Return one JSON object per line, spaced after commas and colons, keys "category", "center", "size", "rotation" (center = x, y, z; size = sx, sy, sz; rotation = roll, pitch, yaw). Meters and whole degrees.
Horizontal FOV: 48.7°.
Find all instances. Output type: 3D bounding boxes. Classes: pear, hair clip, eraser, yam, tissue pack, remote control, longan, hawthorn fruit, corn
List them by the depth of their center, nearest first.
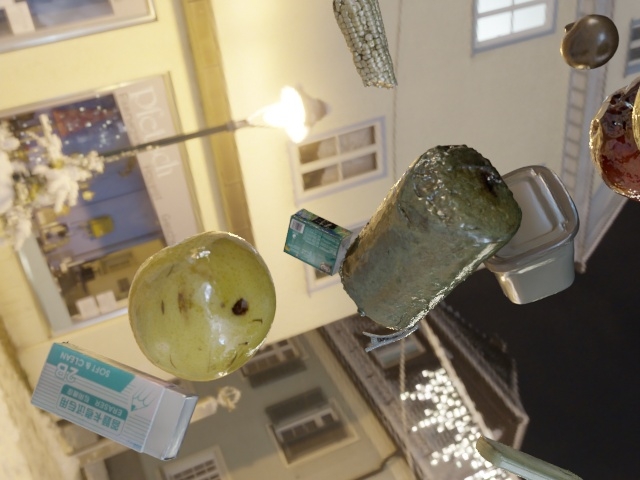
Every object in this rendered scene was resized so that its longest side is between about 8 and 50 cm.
{"category": "eraser", "center": [-0.291, 0.222, 0.993], "size": [0.052, 0.225, 0.095], "rotation": [40, 68, -73]}
{"category": "yam", "center": [0.169, -0.003, 1.137], "size": [0.300, 0.195, 0.195], "rotation": [-54, -126, 46]}
{"category": "tissue pack", "center": [0.000, -0.001, 1.332], "size": [0.111, 0.079, 0.085], "rotation": [26, -60, 19]}
{"category": "longan", "center": [0.511, -0.380, 1.353], "size": [0.113, 0.092, 0.113], "rotation": [8, -78, 45]}
{"category": "corn", "center": [0.086, -0.379, 1.357], "size": [0.087, 0.087, 0.210], "rotation": [31, -37, 64]}
{"category": "remote control", "center": [0.412, 0.442, 1.370], "size": [0.038, 0.234, 0.098], "rotation": [-66, -168, 2]}
{"category": "hair clip", "center": [0.138, 0.184, 1.396], "size": [0.030, 0.115, 0.039], "rotation": [1, 69, -83]}
{"category": "hawthorn fruit", "center": [0.722, -0.206, 1.472], "size": [0.311, 0.295, 0.295], "rotation": [26, -35, 15]}
{"category": "pear", "center": [-0.267, 0.146, 1.612], "size": [0.348, 0.349, 0.348], "rotation": [162, -90, -72]}

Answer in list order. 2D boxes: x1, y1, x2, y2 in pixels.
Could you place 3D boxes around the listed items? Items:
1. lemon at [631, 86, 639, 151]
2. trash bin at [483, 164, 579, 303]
{"category": "lemon", "center": [0.644, -0.226, 1.159], "size": [0.263, 0.236, 0.236], "rotation": [-59, -146, 9]}
{"category": "trash bin", "center": [0.463, 0.003, 1.589], "size": [0.250, 0.219, 0.219], "rotation": [54, 19, -51]}
